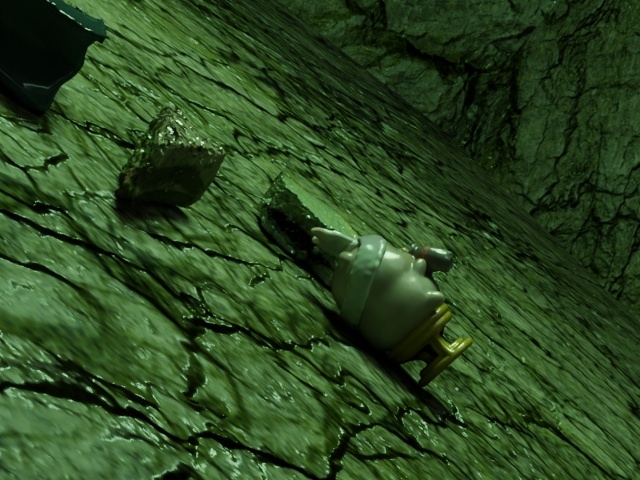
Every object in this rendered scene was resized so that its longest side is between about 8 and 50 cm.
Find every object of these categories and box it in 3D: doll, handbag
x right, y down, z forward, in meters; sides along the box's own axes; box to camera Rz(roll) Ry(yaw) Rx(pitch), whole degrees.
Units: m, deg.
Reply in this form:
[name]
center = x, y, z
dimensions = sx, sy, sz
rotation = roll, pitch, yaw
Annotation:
[doll]
center = 0.049, 0.029, 1.123
dimensions = 0.127, 0.084, 0.073
rotation = 48, 8, 6
[handbag]
center = -0.238, -0.177, 1.045
dimensions = 0.229, 0.062, 0.179
rotation = 37, 6, -15

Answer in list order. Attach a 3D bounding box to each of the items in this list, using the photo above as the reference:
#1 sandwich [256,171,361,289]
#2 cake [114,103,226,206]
[sandwich]
center = 0.000, 0.000, 1.223
dimensions = 0.093, 0.035, 0.105
rotation = 32, 13, -48
[cake]
center = -0.099, -0.051, 1.004
dimensions = 0.055, 0.051, 0.140
rotation = 41, 7, 7
